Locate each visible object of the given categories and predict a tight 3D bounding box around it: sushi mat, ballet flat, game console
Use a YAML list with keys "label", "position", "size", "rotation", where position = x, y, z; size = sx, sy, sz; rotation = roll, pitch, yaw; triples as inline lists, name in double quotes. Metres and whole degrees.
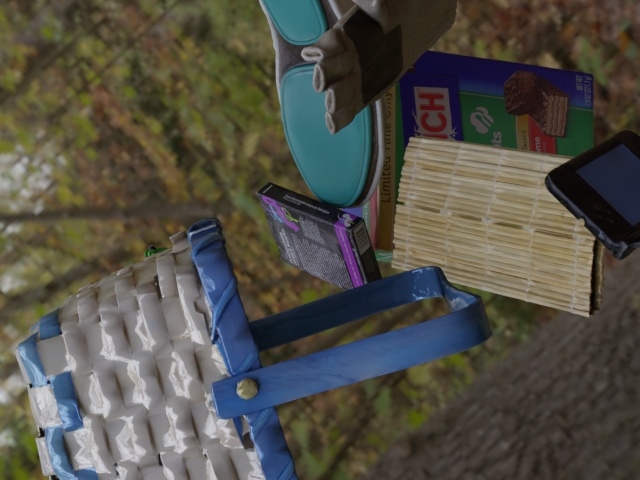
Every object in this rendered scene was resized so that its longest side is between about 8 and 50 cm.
- label: "sushi mat"
  position: [0.181, -0.022, 1.478]
  size: [0.019, 0.151, 0.317]
  rotation: [4, -174, -35]
- label: "ballet flat"
  position: [0.011, -0.229, 1.626]
  size: [0.139, 0.139, 0.400]
  rotation: [44, 156, 59]
- label: "game console"
  position: [0.224, -0.040, 0.915]
  size: [0.107, 0.071, 0.122]
  rotation: [47, -140, 15]

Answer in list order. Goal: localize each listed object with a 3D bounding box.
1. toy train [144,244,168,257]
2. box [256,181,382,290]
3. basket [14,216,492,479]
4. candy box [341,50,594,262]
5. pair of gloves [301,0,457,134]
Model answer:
- label: "toy train"
  position: [-0.156, 0.046, 1.387]
  size: [0.017, 0.024, 0.083]
  rotation: [179, 87, -67]
- label: "box"
  position: [0.000, 0.000, 1.715]
  size: [0.162, 0.029, 0.116]
  rotation: [22, 144, 39]
- label: "basket"
  position: [-0.041, 0.079, 0.953]
  size: [0.255, 0.289, 0.201]
  rotation: [-113, 2, -87]
- label: "candy box"
  position: [0.192, -0.098, 1.842]
  size: [0.317, 0.268, 0.122]
  rotation: [5, 170, -21]
- label: "pair of gloves"
  position: [0.044, -0.216, 1.109]
  size: [0.042, 0.204, 0.240]
  rotation: [21, 139, 26]
